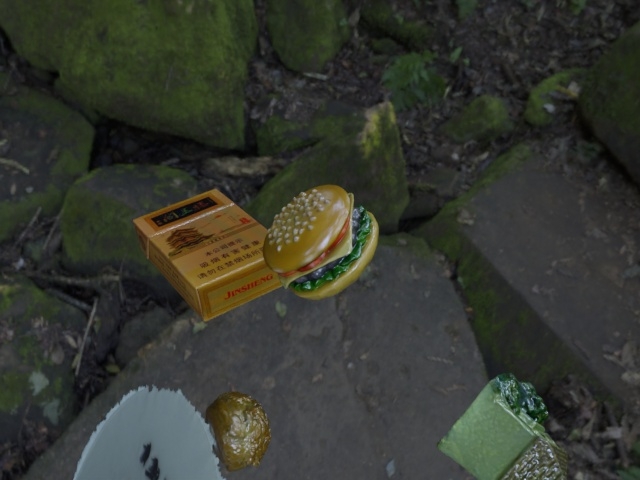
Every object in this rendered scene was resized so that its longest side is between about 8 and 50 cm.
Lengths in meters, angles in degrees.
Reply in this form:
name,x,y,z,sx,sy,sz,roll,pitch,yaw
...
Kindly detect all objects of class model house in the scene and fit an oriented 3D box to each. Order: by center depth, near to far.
name,x,y,z,sx,sy,sz,roll,pitch,yaw
model house,0.354,0.370,1.152,0.195,0.214,0.189,-48,45,4

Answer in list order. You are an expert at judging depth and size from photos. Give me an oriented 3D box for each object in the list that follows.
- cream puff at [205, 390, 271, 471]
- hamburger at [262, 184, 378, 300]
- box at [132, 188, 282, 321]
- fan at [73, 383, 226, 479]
name,x,y,z,sx,sy,sz,roll,pitch,yaw
cream puff,-0.140,0.329,1.170,0.103,0.126,0.144,-12,17,-25
hamburger,0.000,0.000,0.914,0.115,0.162,0.162,46,39,-29
box,-0.193,0.015,1.171,0.174,0.076,0.274,-23,37,-26
fan,-0.137,0.231,0.375,0.009,0.329,0.191,22,11,-37
